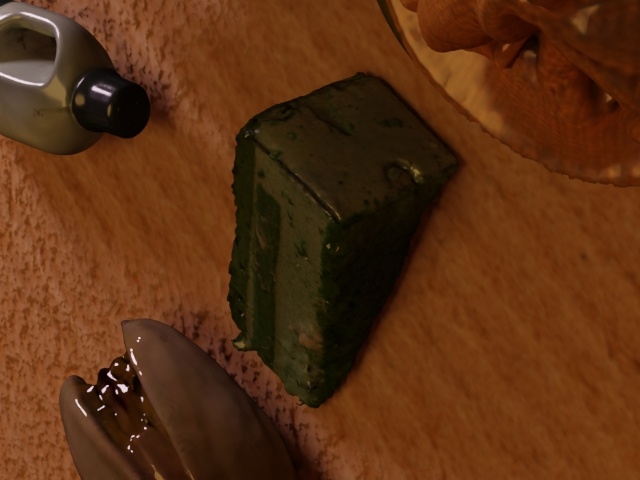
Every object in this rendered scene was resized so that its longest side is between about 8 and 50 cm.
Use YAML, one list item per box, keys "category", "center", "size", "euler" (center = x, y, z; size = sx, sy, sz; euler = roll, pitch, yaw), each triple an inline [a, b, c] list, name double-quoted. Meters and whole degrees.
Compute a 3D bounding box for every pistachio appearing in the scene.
- category: "pistachio"
  center: [-0.093, 0.147, 1.246]
  size: [0.129, 0.131, 0.206]
  euler: [-38, 61, 0]

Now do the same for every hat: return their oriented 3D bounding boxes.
- category: "hat"
  center: [0.102, -0.123, 0.788]
  size: [0.244, 0.233, 0.233]
  euler: [18, 106, 19]

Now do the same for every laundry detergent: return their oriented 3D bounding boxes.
- category: "laundry detergent"
  center: [-0.201, -0.115, 1.300]
  size: [0.225, 0.070, 0.099]
  euler: [21, 112, 42]

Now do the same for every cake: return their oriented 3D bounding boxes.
- category: "cake"
  center: [0.008, 0.005, 1.146]
  size: [0.100, 0.099, 0.235]
  euler: [47, 154, 24]

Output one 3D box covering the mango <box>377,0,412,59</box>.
- category: "mango"
  center: [0.084, -0.131, 0.974]
  size: [0.122, 0.085, 0.191]
  euler: [-38, 74, 44]
